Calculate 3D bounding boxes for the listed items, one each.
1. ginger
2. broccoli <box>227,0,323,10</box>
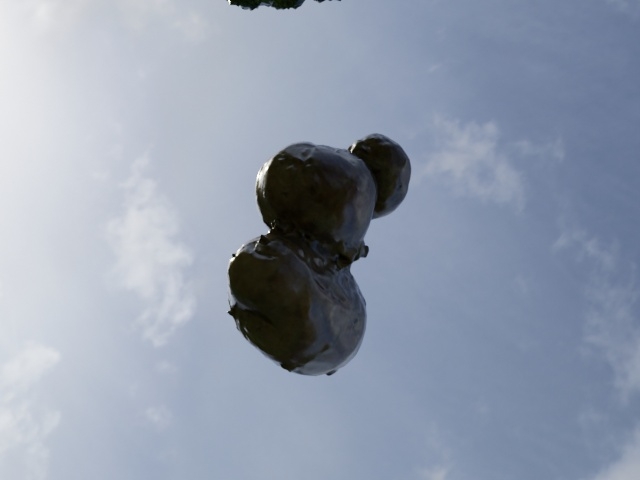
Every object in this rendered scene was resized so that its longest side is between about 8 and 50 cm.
[{"bbox_3d":[0.000,0.000,0.804,0.155,0.245,0.304,17,-97,39],"label":"ginger"},{"bbox_3d":[-0.011,-0.330,0.564,0.265,0.245,0.294,37,-80,23],"label":"broccoli"}]
